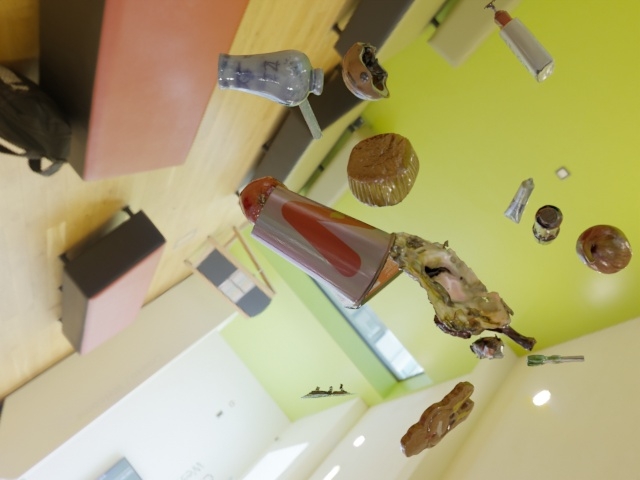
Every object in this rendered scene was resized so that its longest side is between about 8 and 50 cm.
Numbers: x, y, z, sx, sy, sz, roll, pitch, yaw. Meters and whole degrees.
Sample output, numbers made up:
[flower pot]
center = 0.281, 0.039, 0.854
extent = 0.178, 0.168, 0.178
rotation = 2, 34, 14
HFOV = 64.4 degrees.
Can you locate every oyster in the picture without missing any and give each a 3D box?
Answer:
[oyster]
center = 0.291, 0.104, 1.220
extent = 0.201, 0.354, 0.107
rotation = -10, 138, -27

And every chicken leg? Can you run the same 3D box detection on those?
[chicken leg]
center = 0.649, 0.339, 2.034
extent = 0.407, 0.158, 0.096
rotation = 9, -164, 29

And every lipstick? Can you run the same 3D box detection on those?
[lipstick]
center = 0.654, -0.040, 1.470
extent = 0.077, 0.077, 0.418
rotation = -41, 161, 13

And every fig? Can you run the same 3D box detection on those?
[fig]
center = 0.943, 0.023, 1.732
extent = 0.207, 0.175, 0.175
rotation = 10, 149, -26

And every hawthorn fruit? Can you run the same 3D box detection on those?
[hawthorn fruit]
center = -0.202, -0.139, 1.866
extent = 0.205, 0.205, 0.253
rotation = -40, 176, 4

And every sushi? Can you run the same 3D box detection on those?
[sushi]
center = 0.660, 0.420, 1.987
extent = 0.097, 0.103, 0.226
rotation = -32, 175, -12

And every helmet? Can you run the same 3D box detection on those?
[helmet]
center = 0.156, -0.602, 1.853
extent = 0.130, 0.224, 0.198
rotation = -17, -169, 33

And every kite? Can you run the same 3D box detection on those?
[kite]
center = 0.024, 0.396, 1.334
extent = 0.141, 0.015, 0.245
rotation = -1, 171, 2

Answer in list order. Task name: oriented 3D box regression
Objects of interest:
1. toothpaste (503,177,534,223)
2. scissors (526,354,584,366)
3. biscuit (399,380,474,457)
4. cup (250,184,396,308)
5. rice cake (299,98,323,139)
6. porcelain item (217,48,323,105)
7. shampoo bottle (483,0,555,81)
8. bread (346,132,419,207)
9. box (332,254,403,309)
[toothpaste]
center = 0.630, -0.126, 1.602
extent = 0.038, 0.060, 0.233
rotation = -52, 160, -21
[scissors]
center = 0.893, 0.453, 1.935
extent = 0.204, 0.027, 0.101
rotation = -8, 150, 17
[biscuit]
center = 0.361, 0.548, 1.535
extent = 0.295, 0.186, 0.044
rotation = -32, -142, -20
[cup]
center = 0.000, 0.000, 1.151
extent = 0.203, 0.288, 0.203
rotation = -62, -179, 2
[rice cake]
center = -0.055, -0.536, 2.115
extent = 0.042, 0.245, 0.045
rotation = -28, -161, -10
[porcelain item]
center = -0.123, -0.409, 1.264
extent = 0.259, 0.141, 0.141
rotation = 4, 167, -8
[shampoo bottle]
center = 0.572, -0.596, 1.482
extent = 0.071, 0.284, 0.153
rotation = -37, 171, 25
[bread]
center = 0.206, -0.238, 1.673
extent = 0.227, 0.142, 0.253
rotation = 2, -129, 26
[box]
center = 0.134, 0.101, 1.593
extent = 0.195, 0.148, 0.177
rotation = -38, -178, -18
